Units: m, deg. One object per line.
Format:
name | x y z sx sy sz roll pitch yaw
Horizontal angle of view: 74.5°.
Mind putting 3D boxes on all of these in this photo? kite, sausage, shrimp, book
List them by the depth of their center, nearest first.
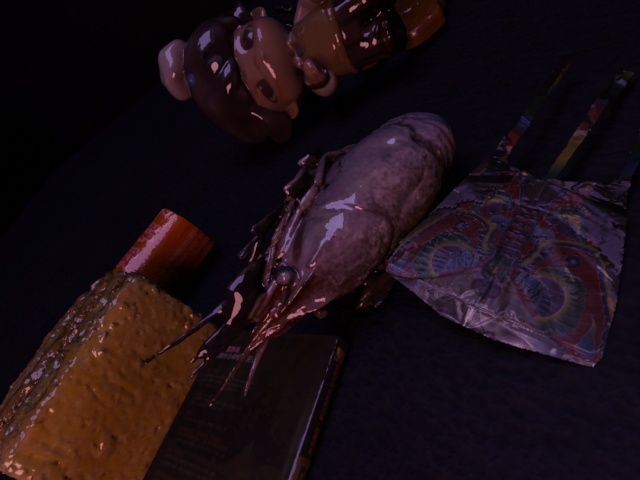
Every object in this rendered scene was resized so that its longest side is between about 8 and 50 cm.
kite | 0.176 -0.053 0.322 0.152 0.015 0.285 24 68 35
book | -0.077 0.179 0.343 0.160 0.024 0.228 -6 48 39
shrimp | 0.000 -0.003 0.380 0.343 0.116 0.145 -47 34 -21
sausage | -0.267 0.103 0.557 0.093 0.093 0.312 6 57 48

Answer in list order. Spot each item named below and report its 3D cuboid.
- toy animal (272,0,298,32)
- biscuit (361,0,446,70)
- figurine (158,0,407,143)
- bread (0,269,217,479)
toy animal | -0.060 -0.484 0.964 0.245 0.114 0.146 -50 35 -11
biscuit | 0.147 -0.405 0.736 0.186 0.044 0.295 -5 50 38
figurine | -0.061 -0.275 0.661 0.365 0.218 0.206 1 44 44
bread | -0.209 0.139 0.424 0.102 0.138 0.196 -12 45 43
